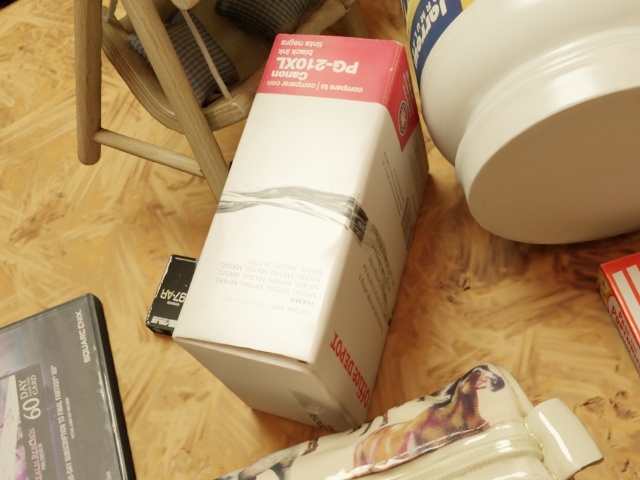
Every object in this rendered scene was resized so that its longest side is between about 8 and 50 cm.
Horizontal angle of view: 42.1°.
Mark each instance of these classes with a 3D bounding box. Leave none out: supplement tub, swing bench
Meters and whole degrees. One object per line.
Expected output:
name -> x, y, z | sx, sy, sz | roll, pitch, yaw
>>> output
supplement tub -> 0.174, -0.179, 0.619 | 0.228, 0.228, 0.316 | -11, 61, 8
swing bench -> -0.083, -0.209, 0.644 | 0.165, 0.255, 0.253 | 18, 49, 21

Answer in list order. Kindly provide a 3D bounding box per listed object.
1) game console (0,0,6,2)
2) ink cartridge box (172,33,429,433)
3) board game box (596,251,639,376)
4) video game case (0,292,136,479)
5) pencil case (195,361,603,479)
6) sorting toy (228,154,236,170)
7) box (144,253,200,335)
game console -> -0.421, -0.405, 0.987 | 0.213, 0.044, 0.361 | -29, 60, -2
ink cartridge box -> 0.000, 0.000, 0.603 | 0.100, 0.172, 0.237 | 9, 66, 18
board game box -> 0.295, 0.083, 0.560 | 0.146, 0.045, 0.193 | -19, 60, 3
video game case -> -0.290, 0.176, 0.671 | 0.274, 0.026, 0.196 | -21, 61, 2
pencil case -> -0.036, 0.201, 0.506 | 0.410, 0.183, 0.160 | -18, 60, 4
sorting toy -> -0.062, -0.039, 0.703 | 0.042, 0.061, 0.102 | -6, 40, 12
box -> -0.096, 0.050, 0.689 | 0.083, 0.018, 0.067 | 10, 66, 18
